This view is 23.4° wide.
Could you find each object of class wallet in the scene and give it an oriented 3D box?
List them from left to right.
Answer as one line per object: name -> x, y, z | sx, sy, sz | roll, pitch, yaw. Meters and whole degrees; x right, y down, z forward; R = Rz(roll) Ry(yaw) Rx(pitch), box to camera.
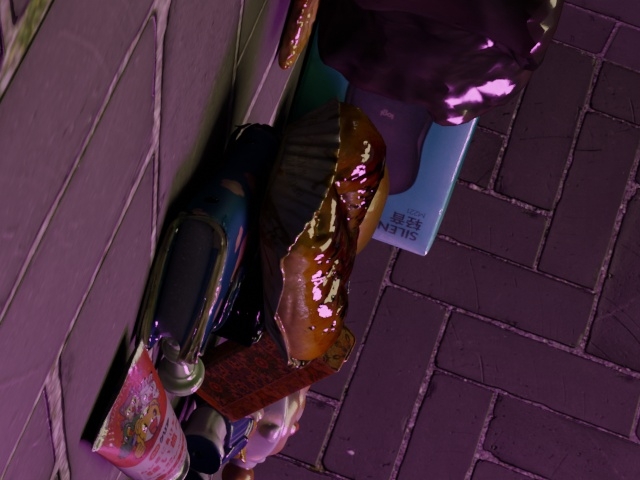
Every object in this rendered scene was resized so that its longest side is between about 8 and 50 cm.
wallet -> -0.081, 0.002, 1.219 | 0.202, 0.059, 0.141 | -65, 175, -64

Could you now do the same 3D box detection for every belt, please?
belt -> -0.067, 0.018, 1.431 | 0.198, 0.078, 0.151 | -66, 174, -72

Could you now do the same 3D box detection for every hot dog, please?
hot dog -> 0.000, 0.000, 1.272 | 0.270, 0.081, 0.163 | 93, 15, -58

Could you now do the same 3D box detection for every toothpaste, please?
toothpaste -> -0.143, 0.148, 1.211 | 0.234, 0.057, 0.089 | 81, 30, -68

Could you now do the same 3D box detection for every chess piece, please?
chess piece -> -0.122, 0.097, 1.337 | 0.093, 0.042, 0.042 | 93, 16, -57

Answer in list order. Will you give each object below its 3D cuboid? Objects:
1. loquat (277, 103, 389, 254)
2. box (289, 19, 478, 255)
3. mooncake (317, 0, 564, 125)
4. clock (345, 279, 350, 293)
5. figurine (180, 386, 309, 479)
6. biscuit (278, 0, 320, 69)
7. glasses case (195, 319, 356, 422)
loquat -> 0.004, -0.057, 1.661 | 0.152, 0.152, 0.195 | -65, 166, -62
box -> 0.076, -0.148, 1.742 | 0.118, 0.205, 0.311 | -64, 174, -46
mooncake -> 0.106, -0.286, 1.244 | 0.381, 0.212, 0.351 | 94, 11, -70
clock -> -0.028, 0.056, 1.947 | 0.226, 0.049, 0.226 | -33, 128, -57
figurine -> -0.102, 0.208, 1.741 | 0.274, 0.133, 0.194 | -53, 163, -44
biscuit -> -0.016, -0.207, 1.418 | 0.081, 0.018, 0.083 | -66, 174, -54
glasses case -> -0.053, 0.119, 1.538 | 0.218, 0.075, 0.049 | -33, -159, 54
